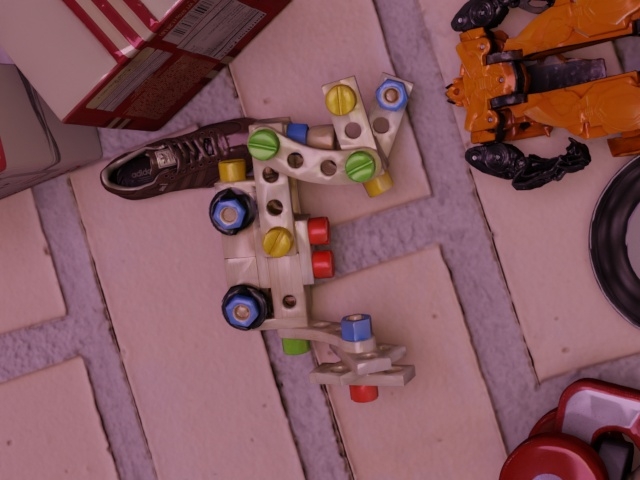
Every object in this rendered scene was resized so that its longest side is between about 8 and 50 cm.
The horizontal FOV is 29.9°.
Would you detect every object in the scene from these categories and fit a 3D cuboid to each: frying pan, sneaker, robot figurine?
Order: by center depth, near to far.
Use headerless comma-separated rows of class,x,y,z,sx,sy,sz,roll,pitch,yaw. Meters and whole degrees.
robot figurine,0.248,-0.159,1.116,0.291,0.085,0.211,-7,87,41
frying pan,0.410,-0.031,1.129,0.326,0.053,0.197,-31,85,15
sneaker,-0.148,-0.082,1.286,0.188,0.071,0.066,-19,87,18

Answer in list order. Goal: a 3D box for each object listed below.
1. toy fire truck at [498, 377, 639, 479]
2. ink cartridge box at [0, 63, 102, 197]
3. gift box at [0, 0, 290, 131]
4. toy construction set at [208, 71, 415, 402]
toy fire truck,0.292,0.291,1.116,0.254,0.169,0.302,14,98,19
ink cartridge box,-0.385,-0.098,1.250,0.207,0.283,0.117,-20,91,17
gift box,-0.213,-0.284,1.196,0.255,0.276,0.258,-42,80,10
toy construction set,0.000,0.000,1.215,0.215,0.151,0.328,-5,87,8
